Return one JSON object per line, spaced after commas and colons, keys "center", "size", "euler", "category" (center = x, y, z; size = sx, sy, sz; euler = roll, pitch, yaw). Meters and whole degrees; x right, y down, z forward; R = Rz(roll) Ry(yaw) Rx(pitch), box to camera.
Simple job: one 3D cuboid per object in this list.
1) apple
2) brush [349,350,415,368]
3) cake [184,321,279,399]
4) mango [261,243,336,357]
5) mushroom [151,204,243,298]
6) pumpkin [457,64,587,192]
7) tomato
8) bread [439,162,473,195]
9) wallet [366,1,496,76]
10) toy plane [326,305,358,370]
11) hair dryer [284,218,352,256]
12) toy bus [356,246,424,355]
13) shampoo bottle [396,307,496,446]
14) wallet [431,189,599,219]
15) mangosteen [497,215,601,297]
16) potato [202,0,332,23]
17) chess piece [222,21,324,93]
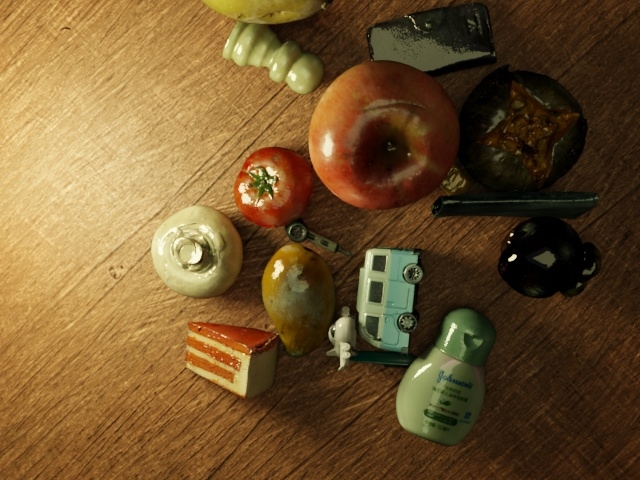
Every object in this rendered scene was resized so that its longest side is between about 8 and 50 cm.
{"center": [0.148, -0.259, 1.773], "size": [0.364, 0.364, 0.363], "euler": [0, 95, 5], "category": "apple"}
{"center": [0.158, 0.322, 1.972], "size": [0.194, 0.043, 0.032], "euler": [1, 128, 11], "category": "brush"}
{"center": [-0.253, 0.319, 1.945], "size": [0.262, 0.159, 0.158], "euler": [7, 99, 6], "category": "cake"}
{"center": [-0.056, 0.162, 1.923], "size": [0.193, 0.146, 0.316], "euler": [-1, 105, 9], "category": "mango"}
{"center": [-0.322, 0.028, 1.905], "size": [0.246, 0.202, 0.245], "euler": [0, 85, 5], "category": "mushroom"}
{"center": [0.485, -0.262, 1.802], "size": [0.321, 0.192, 0.320], "euler": [0, 95, -5], "category": "pumpkin"}
{"center": [-0.129, -0.142, 1.889], "size": [0.225, 0.085, 0.224], "euler": [-4, 74, 14], "category": "tomato"}
{"center": [0.330, -0.168, 1.902], "size": [0.074, 0.053, 0.132], "euler": [-39, 89, 7], "category": "bread"}
{"center": [0.284, -0.503, 1.879], "size": [0.318, 0.045, 0.172], "euler": [-11, 96, 4], "category": "wallet"}
{"center": [0.059, 0.258, 1.910], "size": [0.080, 0.174, 0.173], "euler": [2, 96, -1], "category": "toy plane"}
{"center": [0.000, 0.000, 1.936], "size": [0.198, 0.100, 0.057], "euler": [23, 97, -13], "category": "hair dryer"}
{"center": [0.179, 0.151, 1.907], "size": [0.165, 0.133, 0.271], "euler": [6, 93, 9], "category": "toy bus"}
{"center": [0.338, 0.342, 1.901], "size": [0.222, 0.151, 0.349], "euler": [21, 96, -2], "category": "shampoo bottle"}
{"center": [0.473, -0.086, 1.827], "size": [0.379, 0.190, 0.046], "euler": [0, 81, 2], "category": "wallet"}
{"center": [0.563, 0.048, 1.822], "size": [0.243, 0.243, 0.242], "euler": [0, 95, 5], "category": "mangosteen"}
{"center": [-0.118, -0.678, 1.743], "size": [0.443, 0.385, 0.319], "euler": [-14, 104, -3], "category": "potato"}
{"center": [-0.105, -0.470, 1.876], "size": [0.251, 0.144, 0.144], "euler": [29, 97, -3], "category": "chess piece"}
